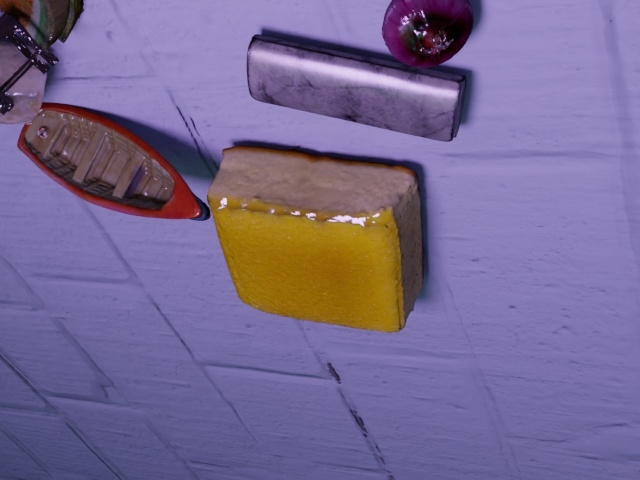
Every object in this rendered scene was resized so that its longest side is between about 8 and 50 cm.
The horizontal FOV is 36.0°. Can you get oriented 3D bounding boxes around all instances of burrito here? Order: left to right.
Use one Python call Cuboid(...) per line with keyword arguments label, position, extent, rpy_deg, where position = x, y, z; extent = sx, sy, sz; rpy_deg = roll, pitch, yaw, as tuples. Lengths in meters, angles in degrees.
Cuboid(label="burrito", position=(-0.571, -0.244, 1.501), extent=(0.299, 0.105, 0.143), rpy_deg=(3, 128, -20))

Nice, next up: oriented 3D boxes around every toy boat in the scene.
Cuboid(label="toy boat", position=(-0.331, -0.115, 1.609), extent=(0.392, 0.136, 0.079), rpy_deg=(26, 179, 23))

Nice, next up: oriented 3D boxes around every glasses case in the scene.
Cuboid(label="glasses case", position=(0.048, -0.214, 1.366), extent=(0.299, 0.060, 0.114), rpy_deg=(13, 146, 11))

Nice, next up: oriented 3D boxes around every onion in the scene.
Cuboid(label="onion", position=(0.134, -0.263, 1.218), extent=(0.115, 0.104, 0.115), rpy_deg=(-10, 130, -12))

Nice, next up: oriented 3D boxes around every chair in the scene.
Cuboid(label="chair", position=(-0.500, -0.296, 1.408), extent=(0.229, 0.106, 0.113), rpy_deg=(44, 167, -16))

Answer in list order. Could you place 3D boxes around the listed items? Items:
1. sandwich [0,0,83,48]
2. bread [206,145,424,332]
Cuboid(label="sandwich", position=(-0.412, -0.375, 1.370), extent=(0.159, 0.079, 0.235), rpy_deg=(23, 147, -4))
Cuboid(label="bread", position=(0.000, 0.000, 1.620), extent=(0.324, 0.143, 0.333), rpy_deg=(10, 145, 14))
